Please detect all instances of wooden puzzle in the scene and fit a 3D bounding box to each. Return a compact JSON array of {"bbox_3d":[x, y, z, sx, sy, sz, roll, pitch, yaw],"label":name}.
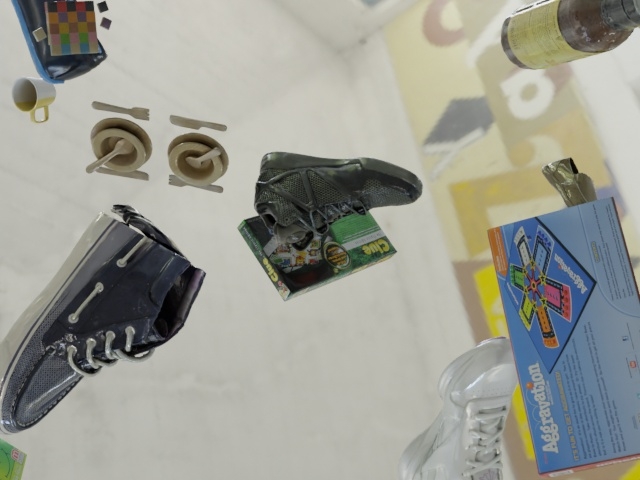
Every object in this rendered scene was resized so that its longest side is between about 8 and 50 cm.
[{"bbox_3d":[-0.233,-0.200,1.016,0.083,0.006,0.049,-12,-77,-40],"label":"wooden puzzle"}]

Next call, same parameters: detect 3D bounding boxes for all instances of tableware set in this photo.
[{"bbox_3d":[-0.223,-0.115,1.471,0.194,0.128,0.039,10,-135,2],"label":"tableware set"}]

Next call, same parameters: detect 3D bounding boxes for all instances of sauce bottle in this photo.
[{"bbox_3d":[0.386,-0.322,1.582,0.111,0.111,0.344,53,168,-12],"label":"sauce bottle"}]

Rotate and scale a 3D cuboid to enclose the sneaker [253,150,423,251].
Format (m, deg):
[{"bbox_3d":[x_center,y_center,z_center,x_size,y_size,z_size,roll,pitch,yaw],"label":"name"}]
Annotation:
[{"bbox_3d":[0.016,-0.043,1.395,0.087,0.227,0.130,64,-144,-58],"label":"sneaker"}]

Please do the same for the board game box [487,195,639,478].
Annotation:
[{"bbox_3d":[0.275,0.099,1.150,0.027,0.145,0.281,46,-148,-61],"label":"board game box"}]

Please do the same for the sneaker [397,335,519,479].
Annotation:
[{"bbox_3d":[0.208,0.258,1.409,0.114,0.305,0.152,-4,-139,-29],"label":"sneaker"}]

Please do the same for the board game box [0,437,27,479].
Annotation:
[{"bbox_3d":[-0.510,0.305,1.538,0.181,0.043,0.092,42,-154,-28],"label":"board game box"}]

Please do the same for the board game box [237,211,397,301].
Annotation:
[{"bbox_3d":[0.000,0.000,1.666,0.259,0.030,0.136,-19,-112,-47],"label":"board game box"}]

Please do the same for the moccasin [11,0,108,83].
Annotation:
[{"bbox_3d":[-0.391,-0.393,1.501,0.138,0.117,0.342,-127,20,-58],"label":"moccasin"}]

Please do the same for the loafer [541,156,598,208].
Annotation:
[{"bbox_3d":[0.371,-0.068,1.543,0.056,0.050,0.148,28,-156,-50],"label":"loafer"}]

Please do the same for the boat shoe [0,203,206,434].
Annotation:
[{"bbox_3d":[-0.289,0.125,1.390,0.158,0.340,0.127,28,175,27],"label":"boat shoe"}]

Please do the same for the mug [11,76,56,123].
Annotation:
[{"bbox_3d":[-0.506,-0.255,1.919,0.062,0.078,0.064,32,-155,18],"label":"mug"}]
